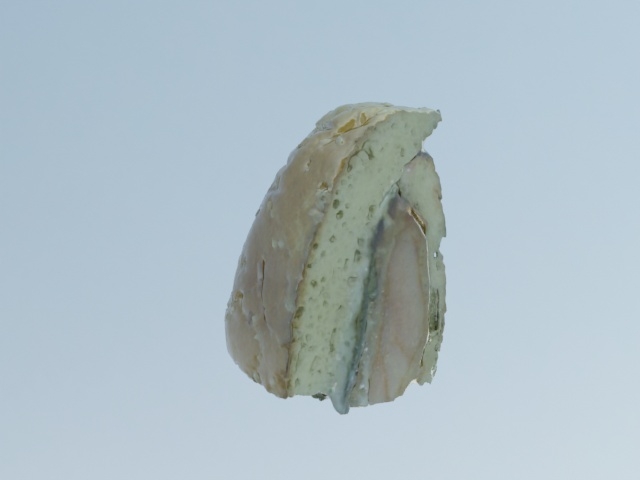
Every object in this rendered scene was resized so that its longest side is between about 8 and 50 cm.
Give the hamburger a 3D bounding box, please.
[{"bbox_3d":[0.000,0.000,0.979,0.135,0.155,0.207,-13,-62,-36],"label":"hamburger"}]
